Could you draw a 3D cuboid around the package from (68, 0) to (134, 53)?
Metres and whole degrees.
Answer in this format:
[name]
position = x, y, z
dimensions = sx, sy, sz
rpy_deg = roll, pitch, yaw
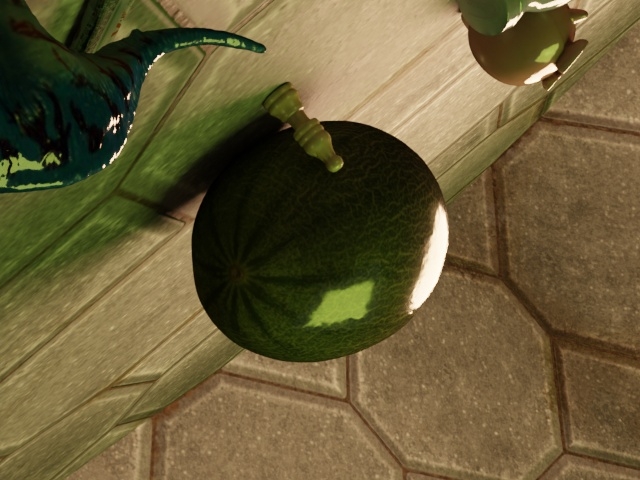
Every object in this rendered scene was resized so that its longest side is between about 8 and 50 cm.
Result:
[package]
position = -0.129, -0.127, 0.811
dimensions = 0.037, 0.015, 0.110
rpy_deg = -36, 174, -36

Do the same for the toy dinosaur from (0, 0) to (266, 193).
[toy dinosaur]
position = -0.151, -0.070, 0.660
dimensions = 0.076, 0.144, 0.329
rpy_deg = -51, -179, 39

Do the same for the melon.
[melon]
position = 0.000, 0.000, 1.396
dimensions = 0.237, 0.237, 0.302
rpy_deg = -44, 170, 34

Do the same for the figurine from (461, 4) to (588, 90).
[figurine]
position = 0.223, -0.233, 1.525
dimensions = 0.125, 0.138, 0.125
rpy_deg = -44, 173, -7

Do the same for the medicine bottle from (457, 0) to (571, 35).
[medicine bottle]
position = 0.236, -0.286, 1.432
dimensions = 0.217, 0.090, 0.090
rpy_deg = -34, 172, -31

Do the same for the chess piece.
[chess piece]
position = -0.012, -0.101, 1.285
dimensions = 0.035, 0.092, 0.035
rpy_deg = -39, 173, -5
